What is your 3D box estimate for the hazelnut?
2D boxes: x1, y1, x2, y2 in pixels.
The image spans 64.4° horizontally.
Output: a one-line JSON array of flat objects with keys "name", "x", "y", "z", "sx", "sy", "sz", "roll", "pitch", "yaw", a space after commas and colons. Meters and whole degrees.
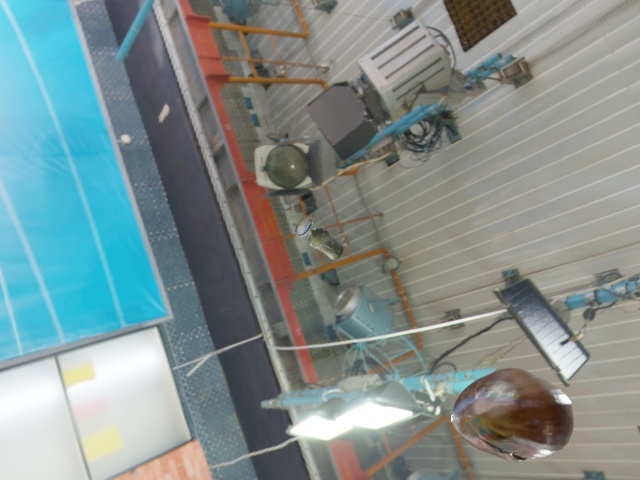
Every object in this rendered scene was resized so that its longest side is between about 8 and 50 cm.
[{"name": "hazelnut", "x": 0.364, "y": 0.340, "z": 0.977, "sx": 0.212, "sy": 0.181, "sz": 0.181, "roll": -29, "pitch": -83, "yaw": 40}]

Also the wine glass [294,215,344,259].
[{"name": "wine glass", "x": 0.000, "y": 0.000, "z": 0.781, "sx": 0.039, "sy": 0.083, "sz": 0.042, "roll": -43, "pitch": -144, "yaw": 9}]
